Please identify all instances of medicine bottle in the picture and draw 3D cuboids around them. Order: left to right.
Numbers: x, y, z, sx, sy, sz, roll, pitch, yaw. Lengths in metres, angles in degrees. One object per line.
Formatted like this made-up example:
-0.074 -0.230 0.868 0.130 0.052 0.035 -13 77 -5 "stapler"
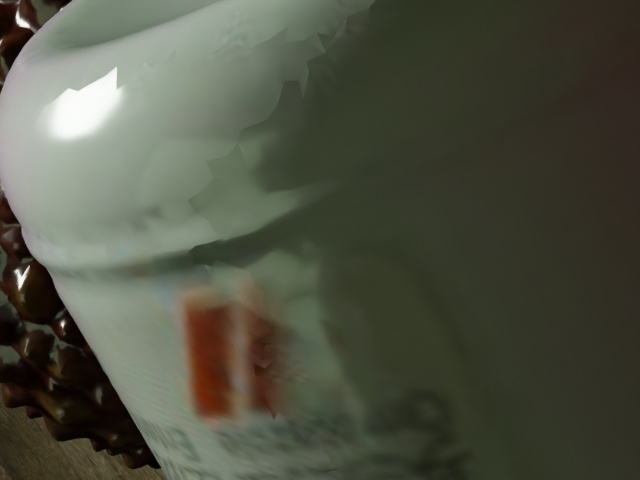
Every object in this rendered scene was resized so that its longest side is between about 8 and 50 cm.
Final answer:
0.079 0.032 0.525 0.302 0.241 0.241 61 162 -16 "medicine bottle"

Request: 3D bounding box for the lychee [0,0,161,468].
-0.036 -0.048 0.727 0.271 0.271 0.271 48 161 23 "lychee"
